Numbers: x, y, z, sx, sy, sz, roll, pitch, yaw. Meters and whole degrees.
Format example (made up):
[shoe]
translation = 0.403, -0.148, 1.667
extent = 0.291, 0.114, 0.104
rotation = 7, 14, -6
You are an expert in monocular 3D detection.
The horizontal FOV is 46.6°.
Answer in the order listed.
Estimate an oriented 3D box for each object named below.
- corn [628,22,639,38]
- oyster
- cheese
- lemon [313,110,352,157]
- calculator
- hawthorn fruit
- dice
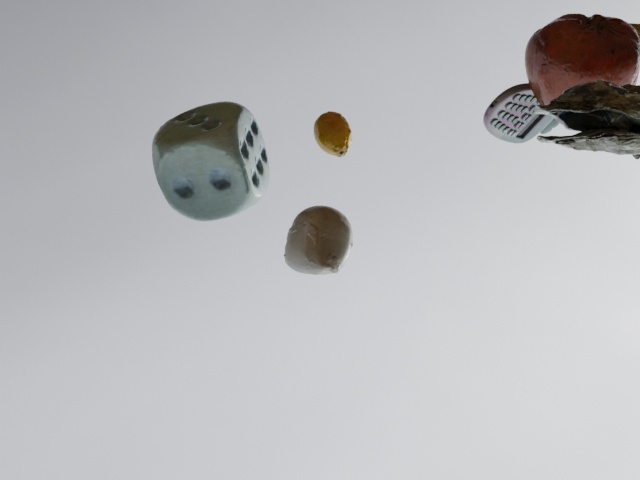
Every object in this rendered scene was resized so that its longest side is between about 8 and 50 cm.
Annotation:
[corn]
translation = 0.828, -0.530, 1.960
extent = 0.249, 0.081, 0.081
rotation = 2, -138, -5
[oyster]
translation = 0.548, -0.211, 1.296
extent = 0.351, 0.158, 0.162
rotation = -8, -153, 3
[cheese]
translation = 0.000, 0.000, 1.974
extent = 0.154, 0.189, 0.198
rotation = 13, 175, -33
[lemon]
translation = 0.039, -0.316, 2.220
extent = 0.114, 0.114, 0.155
rotation = -14, -112, -14
[calculator]
translation = 0.552, -0.340, 2.001
extent = 0.299, 0.185, 0.041
rotation = 4, -134, -42
[hawthorn fruit]
translation = 0.636, -0.389, 1.801
extent = 0.276, 0.307, 0.276
rotation = -6, -153, 3
[dice]
translation = -0.310, -0.229, 2.146
extent = 0.263, 0.264, 0.268
rotation = -10, -149, 15
